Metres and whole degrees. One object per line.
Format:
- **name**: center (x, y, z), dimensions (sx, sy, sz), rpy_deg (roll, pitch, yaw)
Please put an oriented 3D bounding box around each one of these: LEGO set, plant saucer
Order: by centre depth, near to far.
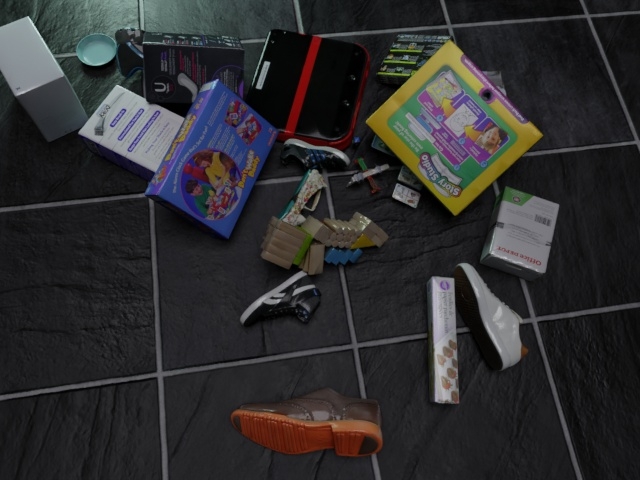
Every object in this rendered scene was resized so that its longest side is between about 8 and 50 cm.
- **LEGO set**: center (0.187, -0.210, 1.577), dimensions (0.244, 0.060, 0.183), rpy_deg (23, 66, -5)
- **plant saucer**: center (-0.684, -0.581, 1.649), dimensions (0.119, 0.021, 0.120), rpy_deg (2, 70, -4)

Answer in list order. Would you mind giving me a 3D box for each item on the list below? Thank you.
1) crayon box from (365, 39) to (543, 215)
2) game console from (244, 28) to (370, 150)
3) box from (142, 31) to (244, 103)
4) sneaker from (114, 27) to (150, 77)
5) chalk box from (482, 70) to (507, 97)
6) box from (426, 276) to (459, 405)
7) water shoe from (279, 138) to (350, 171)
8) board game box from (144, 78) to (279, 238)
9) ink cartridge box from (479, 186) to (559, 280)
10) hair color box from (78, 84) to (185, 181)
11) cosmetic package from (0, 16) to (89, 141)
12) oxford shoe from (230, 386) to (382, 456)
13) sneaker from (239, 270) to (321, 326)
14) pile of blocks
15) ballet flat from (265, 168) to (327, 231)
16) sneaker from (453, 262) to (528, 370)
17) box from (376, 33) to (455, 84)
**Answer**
- **crayon box**: center (0.363, -0.304, 1.489), dimensions (0.313, 0.106, 0.363), rpy_deg (-43, 87, 12)
- **game console**: center (-0.040, -0.465, 1.645), dimensions (0.341, 0.060, 0.387), rpy_deg (12, 69, 6)
- **box**: center (-0.358, -0.487, 1.522), dimensions (0.270, 0.165, 0.143), rpy_deg (-2, 33, -15)
- **sneaker**: center (-0.441, -0.547, 1.624), dimensions (0.340, 0.125, 0.140), rpy_deg (3, 97, -6)
- **chalk box**: center (0.432, -0.416, 1.616), dimensions (0.212, 0.132, 0.133), rpy_deg (-4, 71, -5)
- **box**: center (0.315, 0.258, 1.394), dimensions (0.063, 0.067, 0.324), rpy_deg (4, 70, -3)
- **water shoe**: center (-0.017, -0.229, 1.548), dimensions (0.203, 0.073, 0.080), rpy_deg (16, 70, 12)
- **board game box**: center (-0.278, -0.211, 1.428), dimensions (0.233, 0.078, 0.347), rpy_deg (36, 69, -38)
- **ink cartridge box**: center (0.553, -0.017, 1.497), dimensions (0.160, 0.093, 0.220), rpy_deg (20, 70, 4)
- **hair color box**: center (-0.470, -0.272, 1.507), dimensions (0.338, 0.110, 0.185), rpy_deg (28, 70, 4)
- **cosmetic package**: center (-0.777, -0.439, 1.482), dimensions (0.138, 0.225, 0.224), rpy_deg (-31, 76, -14)
- **oxford shoe**: center (-0.031, 0.428, 1.297), dimensions (0.363, 0.130, 0.133), rpy_deg (6, 37, 5)
- **sneaker**: center (-0.090, 0.181, 1.383), dimensions (0.216, 0.079, 0.121), rpy_deg (-35, 75, -17)
- **pile of blocks**: center (0.000, 0.000, 1.445), dimensions (0.361, 0.112, 0.149), rpy_deg (-2, 111, -25)
- **ballet flat**: center (-0.058, -0.092, 1.489), dimensions (0.077, 0.091, 0.241), rpy_deg (37, 74, -14)
- **sneaker**: center (0.450, 0.187, 1.420), dimensions (0.123, 0.106, 0.290), rpy_deg (-18, 80, -20)
- **box**: center (0.294, -0.561, 1.663), dimensions (0.190, 0.045, 0.184), rpy_deg (14, 68, 31)
